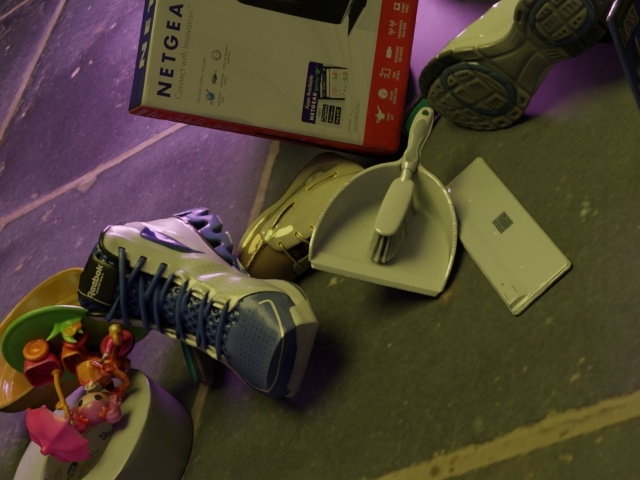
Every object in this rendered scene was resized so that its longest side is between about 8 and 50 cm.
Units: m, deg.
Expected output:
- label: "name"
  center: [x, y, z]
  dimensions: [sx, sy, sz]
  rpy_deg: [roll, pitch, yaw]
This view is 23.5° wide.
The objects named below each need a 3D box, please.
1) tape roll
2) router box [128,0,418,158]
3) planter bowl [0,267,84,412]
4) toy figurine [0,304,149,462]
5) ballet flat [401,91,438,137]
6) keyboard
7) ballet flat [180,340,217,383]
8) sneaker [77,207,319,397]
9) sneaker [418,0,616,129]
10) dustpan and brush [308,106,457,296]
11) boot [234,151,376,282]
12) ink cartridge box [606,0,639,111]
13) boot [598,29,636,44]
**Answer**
- label: "tape roll"
  center: [-0.245, 0.249, 1.706]
  dimensions: [0.219, 0.072, 0.219]
  rpy_deg: [-33, 32, 24]
- label: "router box"
  center: [-0.042, -0.281, 1.735]
  dimensions: [0.082, 0.301, 0.336]
  rpy_deg: [176, 102, -72]
- label: "planter bowl"
  center: [-0.331, 0.146, 1.928]
  dimensions: [0.217, 0.090, 0.217]
  rpy_deg: [-34, 31, 24]
- label: "toy figurine"
  center: [-0.260, 0.165, 1.677]
  dimensions: [0.173, 0.130, 0.159]
  rpy_deg: [-16, 48, 4]
- label: "ballet flat"
  center: [0.128, -0.165, 1.767]
  dimensions: [0.114, 0.041, 0.041]
  rpy_deg: [-50, 29, -8]
- label: "keyboard"
  center: [0.176, -0.010, 1.538]
  dimensions: [0.072, 0.014, 0.256]
  rpy_deg: [-38, 30, 5]
- label: "ballet flat"
  center: [-0.143, 0.091, 1.779]
  dimensions: [0.068, 0.072, 0.213]
  rpy_deg: [-18, 30, -12]
- label: "sneaker"
  center: [-0.153, 0.067, 1.630]
  dimensions: [0.315, 0.182, 0.127]
  rpy_deg: [40, 123, 47]
- label: "sneaker"
  center: [0.219, -0.218, 1.629]
  dimensions: [0.297, 0.111, 0.129]
  rpy_deg: [-34, 17, 47]
- label: "dustpan and brush"
  center: [0.084, -0.051, 1.595]
  dimensions: [0.147, 0.060, 0.211]
  rpy_deg: [13, 49, 12]
- label: "boot"
  center: [0.000, 0.000, 1.693]
  dimensions: [0.213, 0.077, 0.165]
  rpy_deg: [-53, 32, -12]
- label: "ink cartridge box"
  center: [0.369, -0.257, 1.406]
  dimensions: [0.065, 0.186, 0.311]
  rpy_deg: [19, 66, 35]
- label: "boot"
  center: [0.329, -0.307, 1.627]
  dimensions: [0.207, 0.090, 0.248]
  rpy_deg: [-57, 20, -2]
